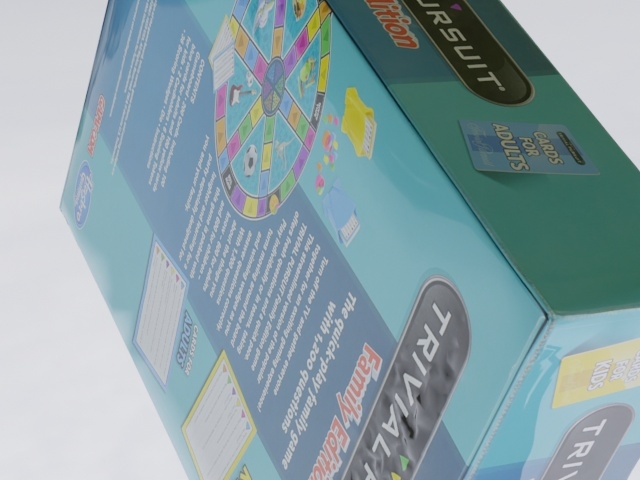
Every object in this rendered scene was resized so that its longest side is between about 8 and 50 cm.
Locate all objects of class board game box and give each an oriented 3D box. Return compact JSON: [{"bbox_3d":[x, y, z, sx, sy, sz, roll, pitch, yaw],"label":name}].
[{"bbox_3d":[0.000,0.000,0.680,0.079,0.253,0.336,-6,-135,-29],"label":"board game box"}]
